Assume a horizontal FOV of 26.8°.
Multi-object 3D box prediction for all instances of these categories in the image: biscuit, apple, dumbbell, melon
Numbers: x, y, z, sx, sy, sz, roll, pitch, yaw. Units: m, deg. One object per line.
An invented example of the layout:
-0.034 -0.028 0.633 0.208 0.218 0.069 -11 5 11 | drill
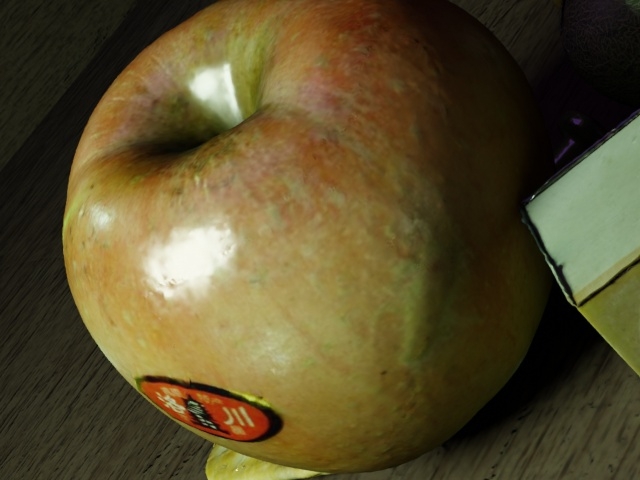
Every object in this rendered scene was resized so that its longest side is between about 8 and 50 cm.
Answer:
-0.003 0.141 1.057 0.247 0.029 0.118 -21 33 44 | biscuit
0.000 0.000 0.908 0.338 0.305 0.338 -23 39 20 | apple
0.175 -0.046 1.036 0.118 0.052 0.046 -49 6 -5 | dumbbell
0.254 -0.165 0.991 0.139 0.139 0.192 -54 24 -20 | melon

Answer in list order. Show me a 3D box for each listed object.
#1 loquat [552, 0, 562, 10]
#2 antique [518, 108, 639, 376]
0.255 -0.245 1.117 0.163 0.163 0.137 -21 2 44 | loquat
0.221 0.010 0.746 0.146 0.152 0.148 -39 26 16 | antique
